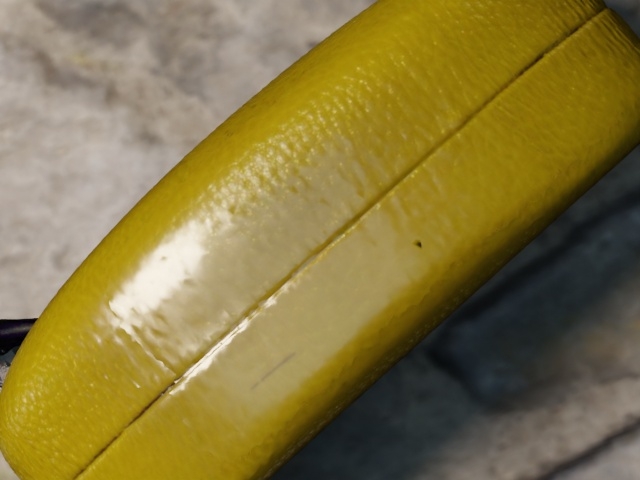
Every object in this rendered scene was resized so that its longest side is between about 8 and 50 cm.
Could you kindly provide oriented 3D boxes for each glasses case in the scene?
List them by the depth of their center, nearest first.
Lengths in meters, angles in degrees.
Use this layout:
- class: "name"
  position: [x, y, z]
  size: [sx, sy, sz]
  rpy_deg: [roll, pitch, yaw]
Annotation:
- class: "glasses case"
  position: [0.000, 0.000, 0.967]
  size: [0.371, 0.173, 0.141]
  rpy_deg: [-42, 86, -5]

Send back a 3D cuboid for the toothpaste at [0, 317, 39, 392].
- class: "toothpaste"
  position: [-0.170, 0.068, 1.046]
  size: [0.194, 0.045, 0.071]
  rpy_deg: [1, 88, -4]
